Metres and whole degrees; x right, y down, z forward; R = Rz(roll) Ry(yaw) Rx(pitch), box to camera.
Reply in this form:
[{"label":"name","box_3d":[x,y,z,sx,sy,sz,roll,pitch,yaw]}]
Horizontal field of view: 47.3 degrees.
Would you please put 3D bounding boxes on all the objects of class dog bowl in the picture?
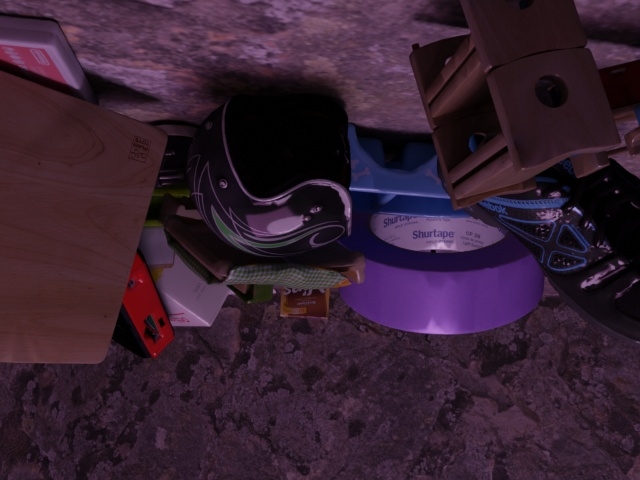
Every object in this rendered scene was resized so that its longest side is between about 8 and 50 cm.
[{"label":"dog bowl","box_3d":[0.079,-0.078,0.888,0.297,0.074,0.166,4,172,-7]}]

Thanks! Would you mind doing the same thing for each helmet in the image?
[{"label":"helmet","box_3d":[-0.051,-0.063,0.733,0.161,0.169,0.169,-2,172,1]}]

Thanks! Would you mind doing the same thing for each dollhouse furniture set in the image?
[{"label":"dollhouse furniture set","box_3d":[-0.107,0.039,0.907,0.197,0.151,0.301,-3,-158,-34]},{"label":"dollhouse furniture set","box_3d":[0.176,-0.115,0.497,0.183,0.129,0.129,-15,174,-9]}]

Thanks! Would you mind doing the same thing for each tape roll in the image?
[{"label":"tape roll","box_3d":[0.157,0.015,0.969,0.275,0.090,0.275,-3,-155,1]}]

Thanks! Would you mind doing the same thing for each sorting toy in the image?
[{"label":"sorting toy","box_3d":[-0.301,-0.021,0.693,0.089,0.255,0.257,17,-179,37]}]

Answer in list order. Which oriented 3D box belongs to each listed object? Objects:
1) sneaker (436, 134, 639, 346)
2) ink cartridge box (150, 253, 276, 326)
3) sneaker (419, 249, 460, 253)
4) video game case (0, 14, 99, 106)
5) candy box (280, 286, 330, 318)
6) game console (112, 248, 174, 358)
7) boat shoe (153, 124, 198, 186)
[{"label":"sneaker","box_3d":[0.238,-0.018,0.658,0.341,0.125,0.139,36,173,23]},{"label":"ink cartridge box","box_3d":[-0.265,0.032,1.127,0.353,0.119,0.207,39,155,-25]},{"label":"sneaker","box_3d":[0.184,0.029,1.286,0.236,0.130,0.323,-2,-176,39]},{"label":"video game case","box_3d":[-0.363,-0.161,0.663,0.285,0.025,0.204,5,172,-7]},{"label":"candy box","box_3d":[-0.029,0.081,1.635,0.109,0.187,0.053,2,172,4]},{"label":"game console","box_3d":[-0.366,0.014,0.999,0.342,0.060,0.386,31,156,12]},{"label":"boat shoe","box_3d":[-0.117,-0.084,0.925,0.084,0.079,0.233,-6,169,43]}]
